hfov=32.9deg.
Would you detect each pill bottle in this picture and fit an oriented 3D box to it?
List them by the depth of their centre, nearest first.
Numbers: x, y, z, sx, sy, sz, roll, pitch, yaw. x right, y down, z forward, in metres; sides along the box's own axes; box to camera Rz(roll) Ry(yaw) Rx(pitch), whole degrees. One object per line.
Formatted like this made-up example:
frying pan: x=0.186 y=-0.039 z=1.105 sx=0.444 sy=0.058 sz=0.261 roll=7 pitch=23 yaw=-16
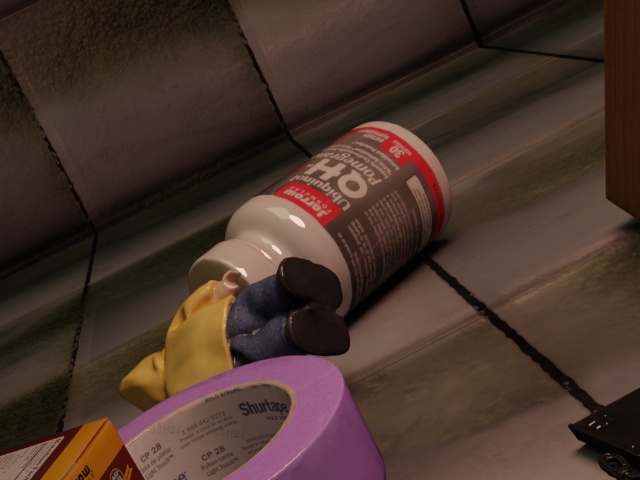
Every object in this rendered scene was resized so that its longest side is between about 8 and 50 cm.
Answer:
pill bottle: x=0.000 y=0.000 z=1.278 sx=0.176 sy=0.176 sz=0.318 roll=-8 pitch=23 yaw=48

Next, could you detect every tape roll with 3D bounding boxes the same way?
tape roll: x=-0.088 y=0.205 z=0.897 sx=0.274 sy=0.090 sz=0.275 roll=-23 pitch=16 yaw=7

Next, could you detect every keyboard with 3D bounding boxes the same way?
keyboard: x=0.237 y=0.142 z=0.718 sx=0.108 sy=0.023 sz=0.180 roll=-23 pitch=13 yaw=-18

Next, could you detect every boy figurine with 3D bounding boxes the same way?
boy figurine: x=-0.100 y=0.127 z=1.108 sx=0.092 sy=0.177 sz=0.285 roll=15 pitch=-37 yaw=-42

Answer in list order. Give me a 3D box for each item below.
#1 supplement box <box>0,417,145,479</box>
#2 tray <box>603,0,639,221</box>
supplement box: x=-0.197 y=0.251 z=0.715 sx=0.194 sy=0.191 sz=0.129 roll=-20 pitch=16 yaw=22
tray: x=0.348 y=-0.200 z=0.973 sx=0.203 sy=0.411 sz=0.076 roll=-42 pitch=58 yaw=-13
